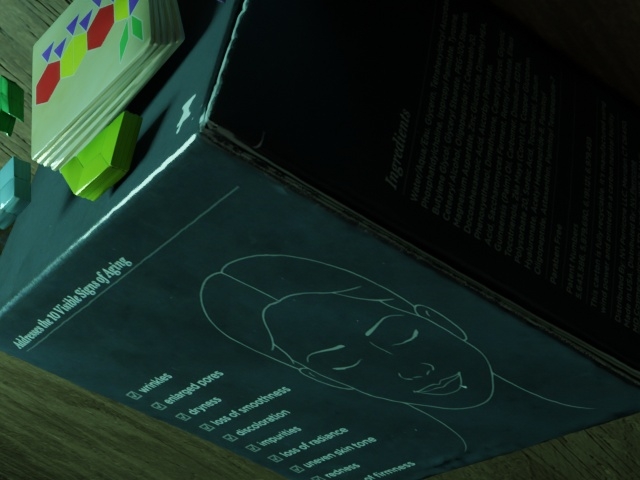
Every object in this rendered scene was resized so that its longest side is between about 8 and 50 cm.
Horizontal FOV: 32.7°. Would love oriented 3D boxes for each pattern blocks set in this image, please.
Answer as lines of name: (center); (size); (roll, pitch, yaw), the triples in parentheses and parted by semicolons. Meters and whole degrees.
pattern blocks set: (-0.177, -0.158, 0.891); (0.026, 0.285, 0.325); (24, 142, -39)

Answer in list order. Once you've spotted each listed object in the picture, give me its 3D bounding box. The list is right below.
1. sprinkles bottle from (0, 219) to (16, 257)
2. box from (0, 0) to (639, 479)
sprinkles bottle: (-0.490, 0.056, 1.453); (0.121, 0.121, 0.355); (32, 142, -27)
box: (0.000, 0.000, 1.047); (0.471, 0.297, 0.480); (28, 144, -25)
